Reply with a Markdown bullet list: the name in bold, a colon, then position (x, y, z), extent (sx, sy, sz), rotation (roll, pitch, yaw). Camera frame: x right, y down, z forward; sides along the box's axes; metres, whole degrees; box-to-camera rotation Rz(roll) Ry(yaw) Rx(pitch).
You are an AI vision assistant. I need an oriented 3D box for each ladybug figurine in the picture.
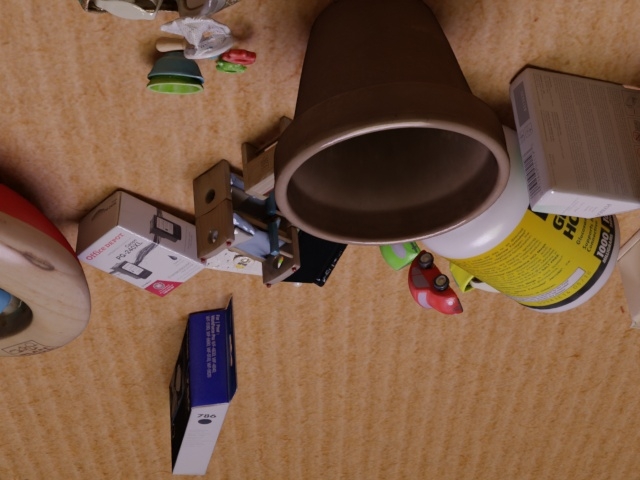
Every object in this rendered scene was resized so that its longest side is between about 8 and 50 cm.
- **ladybug figurine**: position (-0.479, 0.017, 1.989), extent (0.305, 0.161, 0.449), rotation (-17, 147, 26)

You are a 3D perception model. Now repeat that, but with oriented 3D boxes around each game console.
- **game console**: position (0.000, 0.000, 2.119), extent (0.071, 0.107, 0.122), rotation (28, 129, -4)

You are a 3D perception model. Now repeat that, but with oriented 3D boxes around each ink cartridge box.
- **ink cartridge box**: position (-0.246, 0.006, 2.096), extent (0.150, 0.063, 0.109), rotation (26, 139, -31)
- **ink cartridge box**: position (0.353, -0.113, 1.905), extent (0.225, 0.181, 0.056), rotation (8, 149, -25)
- **ink cartridge box**: position (-0.189, 0.233, 2.409), extent (0.065, 0.165, 0.332), rotation (3, 147, -13)

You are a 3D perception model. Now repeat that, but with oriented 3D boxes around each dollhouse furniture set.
- **dollhouse furniture set**: position (-0.058, -0.045, 1.997), extent (0.129, 0.129, 0.184), rotation (22, 140, -39)

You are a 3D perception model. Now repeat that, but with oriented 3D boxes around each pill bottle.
- **pill bottle**: position (0.236, -0.041, 1.999), extent (0.188, 0.188, 0.334), rotation (-26, 144, 30)

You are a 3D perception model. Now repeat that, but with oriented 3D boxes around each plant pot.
- **plant pot**: position (0.070, -0.152, 1.742), extent (0.263, 0.229, 0.263), rotation (-5, 149, -3)

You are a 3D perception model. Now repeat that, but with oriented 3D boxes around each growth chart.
- **growth chart**: position (-0.092, 0.013, 2.198), extent (0.237, 0.021, 0.172), rotation (7, 146, -22)

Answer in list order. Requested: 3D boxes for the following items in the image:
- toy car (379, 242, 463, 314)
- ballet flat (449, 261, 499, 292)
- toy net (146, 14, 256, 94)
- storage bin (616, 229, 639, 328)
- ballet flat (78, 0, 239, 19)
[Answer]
- **toy car**: position (0.111, 0.010, 2.101), extent (0.053, 0.239, 0.225), rotation (-32, 175, -1)
- **ballet flat**: position (0.306, 0.034, 2.246), extent (0.231, 0.077, 0.077), rotation (-10, 149, 6)
- **toy net**: position (-0.129, -0.204, 1.722), extent (0.122, 0.045, 0.232), rotation (4, 174, -10)
- **storage bin**: position (0.613, 0.026, 2.244), extent (0.260, 0.123, 0.262), rotation (6, 147, -20)
- **ballet flat**: position (-0.168, -0.266, 1.666), extent (0.206, 0.067, 0.073), rotation (-1, 148, -9)
